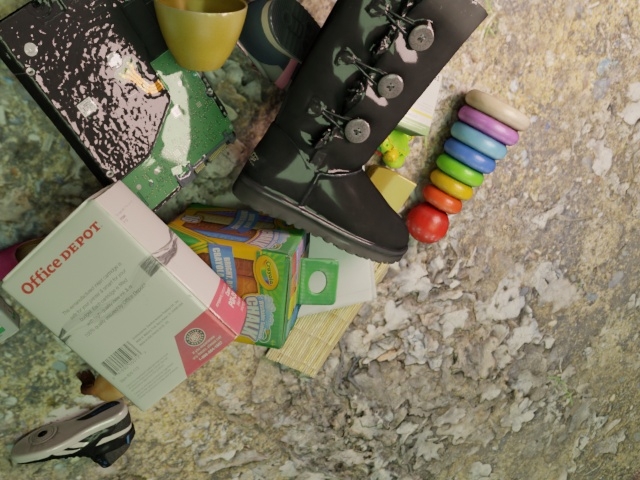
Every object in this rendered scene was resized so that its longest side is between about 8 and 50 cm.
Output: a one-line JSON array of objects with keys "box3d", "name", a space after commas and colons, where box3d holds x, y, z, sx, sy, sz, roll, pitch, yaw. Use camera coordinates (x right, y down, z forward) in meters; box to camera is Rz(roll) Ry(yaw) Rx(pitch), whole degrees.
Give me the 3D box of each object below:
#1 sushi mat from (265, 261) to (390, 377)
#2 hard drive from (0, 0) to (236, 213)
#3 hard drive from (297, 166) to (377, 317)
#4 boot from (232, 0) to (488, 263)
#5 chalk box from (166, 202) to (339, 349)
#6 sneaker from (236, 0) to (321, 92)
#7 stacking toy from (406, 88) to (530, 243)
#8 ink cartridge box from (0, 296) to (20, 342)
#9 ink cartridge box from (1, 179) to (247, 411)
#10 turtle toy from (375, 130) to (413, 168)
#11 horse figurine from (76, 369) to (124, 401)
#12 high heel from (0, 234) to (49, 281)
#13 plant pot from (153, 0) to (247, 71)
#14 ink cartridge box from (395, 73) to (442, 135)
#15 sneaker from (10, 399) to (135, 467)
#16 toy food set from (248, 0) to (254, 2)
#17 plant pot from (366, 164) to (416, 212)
[{"box3d": [0.018, 0.150, 1.335, 0.151, 0.019, 0.316, 29, 98, -32], "name": "sushi mat"}, {"box3d": [-0.296, -0.229, 0.936, 0.237, 0.064, 0.339, -48, 126, -24], "name": "hard drive"}, {"box3d": [0.000, 0.000, 1.219, 0.203, 0.040, 0.307, -12, 116, -9], "name": "hard drive"}, {"box3d": [0.113, -0.200, 1.002, 0.367, 0.146, 0.445, 20, 111, -33], "name": "boot"}, {"box3d": [-0.116, 0.060, 1.056, 0.289, 0.179, 0.180, 8, 113, 8], "name": "chalk box"}, {"box3d": [-0.041, -0.298, 1.061, 0.319, 0.131, 0.112, 42, 59, -51], "name": "sneaker"}, {"box3d": [0.291, -0.137, 1.274, 0.141, 0.141, 0.330, 18, 108, -31], "name": "stacking toy"}, {"box3d": [-0.632, 0.111, 0.980, 0.181, 0.056, 0.224, -34, 125, -9], "name": "ink cartridge box"}, {"box3d": [-0.282, 0.082, 0.915, 0.207, 0.117, 0.283, -39, 105, 15], "name": "ink cartridge box"}, {"box3d": [0.137, -0.196, 1.201, 0.095, 0.066, 0.130, -51, 128, -28], "name": "turtle toy"}, {"box3d": [-0.330, 0.231, 1.107, 0.263, 0.174, 0.066, -23, 91, 3], "name": "horse figurine"}, {"box3d": [-0.428, 0.002, 0.975, 0.244, 0.082, 0.117, -5, 142, -5], "name": "high heel"}, {"box3d": [-0.178, -0.309, 0.912, 0.134, 0.134, 0.095, -8, 128, -23], "name": "plant pot"}, {"box3d": [0.145, -0.325, 1.112, 0.171, 0.056, 0.235, 14, 89, -33], "name": "ink cartridge box"}, {"box3d": [-0.464, 0.404, 1.179, 0.217, 0.079, 0.121, -20, 118, -19], "name": "sneaker"}, {"box3d": [-0.029, -0.539, 0.948, 0.220, 0.092, 0.306, -16, 118, -19], "name": "toy food set"}, {"box3d": [0.127, -0.109, 1.233, 0.083, 0.081, 0.081, 32, 96, -18], "name": "plant pot"}]
